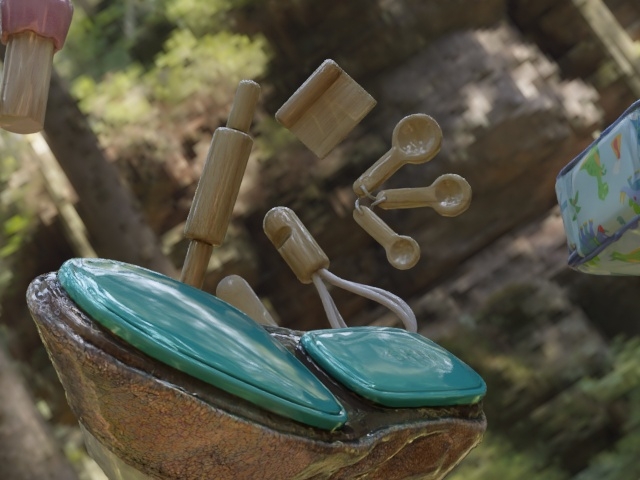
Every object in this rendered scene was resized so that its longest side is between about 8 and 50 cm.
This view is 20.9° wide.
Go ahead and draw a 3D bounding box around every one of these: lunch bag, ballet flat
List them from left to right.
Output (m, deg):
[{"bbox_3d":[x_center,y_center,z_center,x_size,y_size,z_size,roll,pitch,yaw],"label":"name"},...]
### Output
[{"bbox_3d":[-0.028,0.087,0.756,0.316,0.107,0.106,18,-71,-54],"label":"ballet flat"},{"bbox_3d":[0.281,-0.041,1.239,0.176,0.090,0.219,-2,-18,-17],"label":"lunch bag"}]

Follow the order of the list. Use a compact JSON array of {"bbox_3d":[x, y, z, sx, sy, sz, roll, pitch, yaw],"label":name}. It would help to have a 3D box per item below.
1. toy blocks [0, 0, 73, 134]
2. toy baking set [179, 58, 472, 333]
[{"bbox_3d":[-0.386,-0.261,1.457,0.309,0.260,0.288,1,-20,10],"label":"toy blocks"},{"bbox_3d":[-0.006,-0.003,1.223,0.256,0.197,0.030,-70,-21,-8],"label":"toy baking set"}]
